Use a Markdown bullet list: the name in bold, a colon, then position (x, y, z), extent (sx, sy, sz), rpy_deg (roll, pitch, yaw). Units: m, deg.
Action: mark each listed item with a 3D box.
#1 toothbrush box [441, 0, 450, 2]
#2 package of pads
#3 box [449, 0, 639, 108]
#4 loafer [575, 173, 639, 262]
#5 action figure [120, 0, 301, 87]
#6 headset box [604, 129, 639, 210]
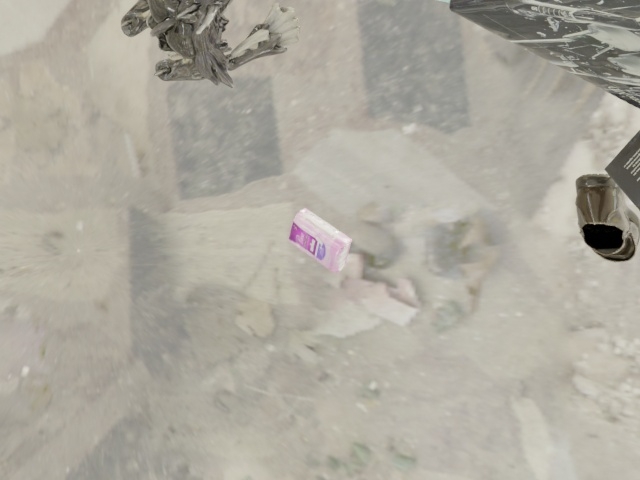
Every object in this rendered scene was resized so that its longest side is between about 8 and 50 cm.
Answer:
- **toothbrush box**: position (0.207, -0.350, 1.545), extent (0.216, 0.295, 0.126), rpy_deg (-20, 121, -37)
- **package of pads**: position (0.000, 0.000, 1.744), extent (0.083, 0.050, 0.032), rpy_deg (35, 46, 21)
- **box**: position (0.355, -0.245, 1.239), extent (0.343, 0.312, 0.179), rpy_deg (18, 82, -40)
- **loafer**: position (0.378, -0.013, 1.812), extent (0.080, 0.220, 0.078), rpy_deg (0, 67, 25)
- **action figure**: position (-0.115, -0.231, 1.330), extent (0.141, 0.275, 0.164), rpy_deg (-36, 99, -12)
- **headset box**: position (0.421, 0.010, 1.133), extent (0.246, 0.283, 0.131), rpy_deg (13, 125, -45)
